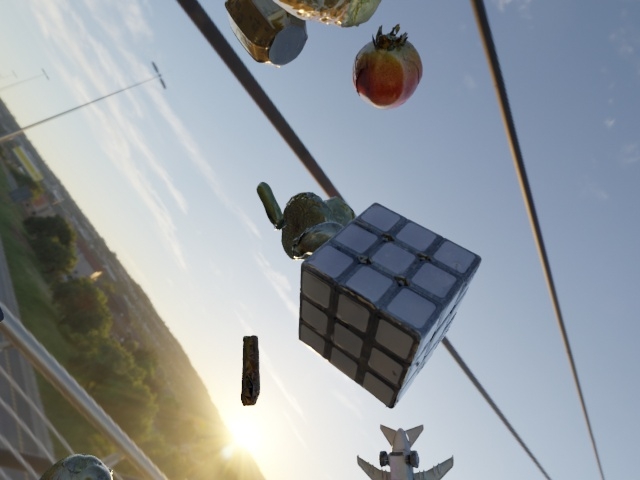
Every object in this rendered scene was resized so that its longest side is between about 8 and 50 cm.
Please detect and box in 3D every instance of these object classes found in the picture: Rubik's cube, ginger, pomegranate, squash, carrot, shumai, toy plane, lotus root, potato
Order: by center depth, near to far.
[{"bbox_3d":[-0.050,-0.397,0.566,0.270,0.219,0.123,39,-47,17],"label":"ginger"},{"bbox_3d":[-0.548,0.624,0.935,0.262,0.165,0.165,68,-23,16],"label":"potato"},{"bbox_3d":[0.151,0.143,0.990,0.303,0.305,0.301,29,-43,24],"label":"Rubik's cube"},{"bbox_3d":[0.201,0.588,1.018,0.251,0.255,0.101,-11,-35,23],"label":"toy plane"},{"bbox_3d":[0.000,-0.002,1.075,0.088,0.165,0.088,164,-90,-76],"label":"lotus root"},{"bbox_3d":[0.198,-0.506,1.224,0.210,0.210,0.235,41,-25,26],"label":"pomegranate"},{"bbox_3d":[-0.157,-0.111,1.289,0.052,0.052,0.183,107,-37,-59],"label":"squash"},{"bbox_3d":[-0.229,0.419,1.353,0.069,0.069,0.229,121,-32,-62],"label":"carrot"},{"bbox_3d":[0.008,-0.057,1.723,0.309,0.263,0.304,55,-46,38],"label":"shumai"}]

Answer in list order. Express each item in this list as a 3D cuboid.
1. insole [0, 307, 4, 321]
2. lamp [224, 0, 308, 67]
[{"bbox_3d":[-0.816,0.124,0.987,0.064,0.004,0.188,-79,159,-63],"label":"insole"},{"bbox_3d":[-0.124,-0.507,0.957,0.185,0.161,0.161,54,-25,15],"label":"lamp"}]
